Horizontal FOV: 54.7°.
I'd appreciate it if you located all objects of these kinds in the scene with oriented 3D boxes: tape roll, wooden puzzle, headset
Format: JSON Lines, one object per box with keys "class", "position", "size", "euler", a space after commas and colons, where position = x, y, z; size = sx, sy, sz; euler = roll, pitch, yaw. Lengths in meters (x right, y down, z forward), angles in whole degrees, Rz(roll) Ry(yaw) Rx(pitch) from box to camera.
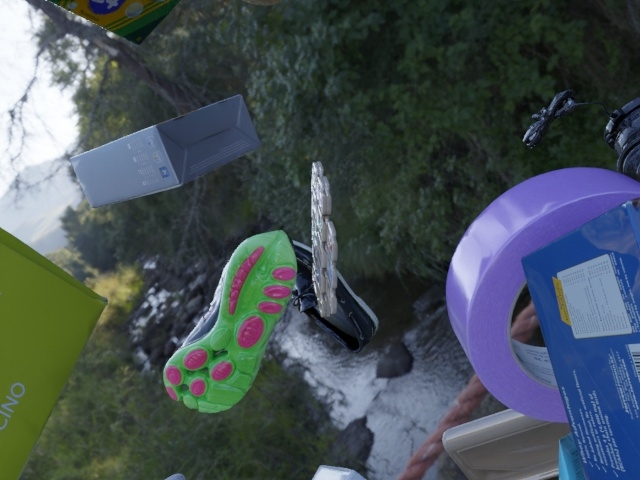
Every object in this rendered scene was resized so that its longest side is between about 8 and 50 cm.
{"class": "tape roll", "position": [0.284, 0.063, 0.683], "size": [0.275, 0.275, 0.090], "euler": [-45, 20, 13]}
{"class": "wooden puzzle", "position": [0.339, 0.346, 1.051], "size": [0.221, 0.239, 0.044], "euler": [-23, 42, 12]}
{"class": "headset", "position": [0.581, -0.155, 1.132], "size": [0.185, 0.394, 0.243], "euler": [-55, 13, 39]}

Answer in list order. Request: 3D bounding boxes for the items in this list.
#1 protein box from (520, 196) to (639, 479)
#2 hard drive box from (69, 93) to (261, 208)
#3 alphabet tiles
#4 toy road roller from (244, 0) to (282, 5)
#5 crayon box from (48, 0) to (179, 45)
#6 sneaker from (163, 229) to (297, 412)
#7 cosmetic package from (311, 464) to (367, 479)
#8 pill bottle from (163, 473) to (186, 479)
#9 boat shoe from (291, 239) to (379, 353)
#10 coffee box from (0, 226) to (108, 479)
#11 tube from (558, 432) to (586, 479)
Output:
{"class": "protein box", "position": [0.261, 0.075, 0.436], "size": [0.136, 0.200, 0.201], "euler": [-13, -11, -2]}
{"class": "hard drive box", "position": [-0.240, -0.135, 0.958], "size": [0.232, 0.089, 0.181], "euler": [-9, 18, 39]}
{"class": "alphabet tiles", "position": [0.000, 0.000, 1.194], "size": [0.278, 0.021, 0.284], "euler": [-107, 15, -59]}
{"class": "toy road roller", "position": [0.003, -0.347, 0.428], "size": [0.240, 0.330, 0.202], "euler": [13, 49, 27]}
{"class": "crayon box", "position": [-0.190, -0.395, 0.716], "size": [0.323, 0.083, 0.203], "euler": [-42, -15, 16]}
{"class": "sneaker", "position": [-0.176, 0.181, 1.335], "size": [0.483, 0.185, 0.202], "euler": [-55, 3, 21]}
{"class": "cosmetic package", "position": [-0.006, 0.621, 0.978], "size": [0.453, 0.230, 0.161], "euler": [-55, 6, -25]}
{"class": "pill bottle", "position": [-0.160, 0.395, 0.703], "size": [0.124, 0.221, 0.124], "euler": [-31, -14, -9]}
{"class": "boat shoe", "position": [-0.005, 0.140, 1.463], "size": [0.127, 0.340, 0.113], "euler": [-29, 20, 39]}
{"class": "coffee box", "position": [-0.520, 0.151, 0.691], "size": [0.334, 0.338, 0.338], "euler": [-23, 37, 34]}
{"class": "tube", "position": [0.334, 0.358, 0.800], "size": [0.052, 0.207, 0.080], "euler": [-9, -10, 30]}
